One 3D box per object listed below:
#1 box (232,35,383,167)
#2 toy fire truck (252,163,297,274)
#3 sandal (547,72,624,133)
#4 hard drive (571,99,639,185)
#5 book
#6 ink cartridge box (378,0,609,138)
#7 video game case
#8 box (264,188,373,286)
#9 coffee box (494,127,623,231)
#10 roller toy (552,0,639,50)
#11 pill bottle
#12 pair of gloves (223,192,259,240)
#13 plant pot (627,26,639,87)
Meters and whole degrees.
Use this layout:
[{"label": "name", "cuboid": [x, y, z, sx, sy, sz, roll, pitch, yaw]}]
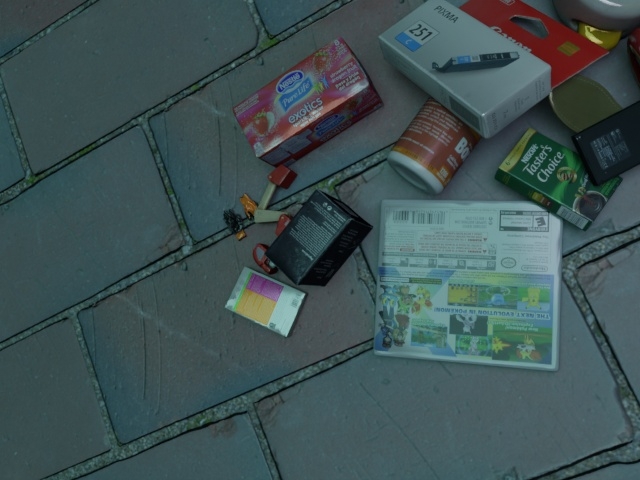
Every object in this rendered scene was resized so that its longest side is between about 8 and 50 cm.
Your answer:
[{"label": "box", "cuboid": [-0.023, -0.263, 1.208, 0.257, 0.128, 0.122, -31, 77, 14]}, {"label": "toy fire truck", "cuboid": [-0.087, -0.042, 1.250, 0.135, 0.047, 0.192, 41, 98, 17]}, {"label": "sandal", "cuboid": [0.486, -0.209, 1.071, 0.240, 0.079, 0.088, 25, 96, -5]}, {"label": "hard drive", "cuboid": [0.500, -0.163, 1.025, 0.135, 0.022, 0.094, -28, 97, 3]}, {"label": "book", "cuboid": [-0.109, 0.123, 1.251, 0.144, 0.035, 0.096, 23, 89, 18]}, {"label": "ink cartridge box", "cuboid": [0.288, -0.340, 1.062, 0.261, 0.066, 0.296, -36, 53, -4]}, {"label": "video game case", "cuboid": [0.267, 0.074, 1.132, 0.329, 0.036, 0.299, 2, 85, 17]}, {"label": "box", "cuboid": [0.000, 0.000, 1.161, 0.093, 0.156, 0.158, 41, 98, 18]}, {"label": "coffee box", "cuboid": [0.413, -0.109, 1.077, 0.184, 0.040, 0.113, 36, 71, 18]}, {"label": "roller toy", "cuboid": [0.500, -0.447, 1.046, 0.191, 0.146, 0.209, -28, 85, 6]}, {"label": "pill bottle", "cuboid": [0.228, -0.200, 1.118, 0.121, 0.121, 0.216, 36, 88, 18]}, {"label": "pair of gloves", "cuboid": [-0.162, -0.049, 1.295, 0.083, 0.010, 0.074, -39, 78, 12]}, {"label": "plant pot", "cuboid": [0.602, -0.297, 0.982, 0.174, 0.191, 0.191, -24, 78, 23]}]
